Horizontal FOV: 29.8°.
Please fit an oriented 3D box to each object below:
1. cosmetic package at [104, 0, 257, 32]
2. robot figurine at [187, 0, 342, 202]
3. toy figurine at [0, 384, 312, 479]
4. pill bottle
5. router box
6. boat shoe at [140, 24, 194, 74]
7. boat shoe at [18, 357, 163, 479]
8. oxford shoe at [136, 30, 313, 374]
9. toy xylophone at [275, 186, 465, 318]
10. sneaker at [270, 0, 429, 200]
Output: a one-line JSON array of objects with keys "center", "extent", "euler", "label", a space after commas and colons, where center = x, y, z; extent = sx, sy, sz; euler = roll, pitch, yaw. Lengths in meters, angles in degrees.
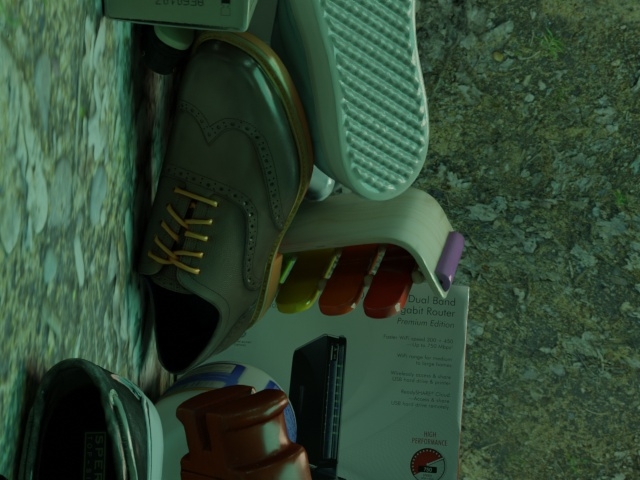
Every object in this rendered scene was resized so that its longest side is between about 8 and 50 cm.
[{"center": [-0.089, -0.300, 0.975], "extent": [0.309, 0.113, 0.160], "euler": [-83, 178, -60], "label": "cosmetic package"}, {"center": [-0.042, -0.181, 1.295], "extent": [0.300, 0.199, 0.353], "euler": [-33, -143, 38], "label": "robot figurine"}, {"center": [-0.096, 0.159, 0.465], "extent": [0.209, 0.213, 0.148], "euler": [-76, 157, -81], "label": "toy figurine"}, {"center": [-0.102, 0.205, 1.223], "extent": [0.272, 0.152, 0.152], "euler": [-42, 137, -86], "label": "pill bottle"}, {"center": [-0.004, 0.191, 1.414], "extent": [0.082, 0.335, 0.301], "euler": [80, 14, -84], "label": "router box"}, {"center": [-0.132, -0.195, 1.045], "extent": [0.042, 0.049, 0.133], "euler": [-52, -155, 36], "label": "boat shoe"}, {"center": [-0.144, 0.225, 0.738], "extent": [0.105, 0.113, 0.306], "euler": [70, 21, -69], "label": "boat shoe"}, {"center": [-0.094, -0.021, 1.085], "extent": [0.133, 0.130, 0.364], "euler": [-52, 156, -44], "label": "oxford shoe"}, {"center": [0.000, 0.000, 1.304], "extent": [0.236, 0.322, 0.081], "euler": [-52, 133, -52], "label": "toy xylophone"}, {"center": [0.001, -0.219, 1.053], "extent": [0.150, 0.135, 0.366], "euler": [27, -54, 50], "label": "sneaker"}]
